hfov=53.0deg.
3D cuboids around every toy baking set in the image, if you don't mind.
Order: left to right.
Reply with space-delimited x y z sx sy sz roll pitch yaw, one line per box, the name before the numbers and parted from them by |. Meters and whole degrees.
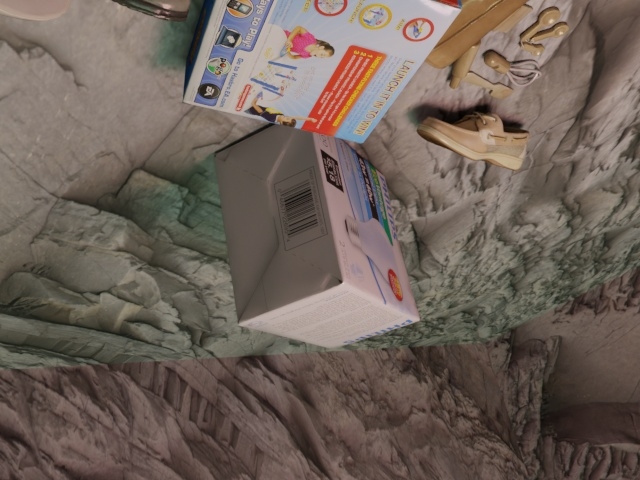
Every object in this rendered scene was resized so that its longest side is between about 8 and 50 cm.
toy baking set | 0.327 -0.320 1.139 0.197 0.030 0.256 -7 155 -13

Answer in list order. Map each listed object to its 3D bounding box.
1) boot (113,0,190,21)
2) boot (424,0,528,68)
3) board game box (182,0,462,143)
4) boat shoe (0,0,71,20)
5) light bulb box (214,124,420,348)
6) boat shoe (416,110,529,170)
boot | -0.209 -0.337 0.615 0.246 0.083 0.161 31 111 -14
boot | 0.218 -0.369 0.914 0.236 0.089 0.269 20 144 -41
board game box | -0.014 -0.287 0.911 0.302 0.086 0.308 9 149 -21
boat shoe | -0.435 -0.328 0.650 0.158 0.127 0.340 10 173 33
light bulb box | 0.000 0.000 1.279 0.225 0.357 0.361 -21 156 23
boat shoe | 0.316 -0.216 1.298 0.302 0.109 0.098 8 109 -38
